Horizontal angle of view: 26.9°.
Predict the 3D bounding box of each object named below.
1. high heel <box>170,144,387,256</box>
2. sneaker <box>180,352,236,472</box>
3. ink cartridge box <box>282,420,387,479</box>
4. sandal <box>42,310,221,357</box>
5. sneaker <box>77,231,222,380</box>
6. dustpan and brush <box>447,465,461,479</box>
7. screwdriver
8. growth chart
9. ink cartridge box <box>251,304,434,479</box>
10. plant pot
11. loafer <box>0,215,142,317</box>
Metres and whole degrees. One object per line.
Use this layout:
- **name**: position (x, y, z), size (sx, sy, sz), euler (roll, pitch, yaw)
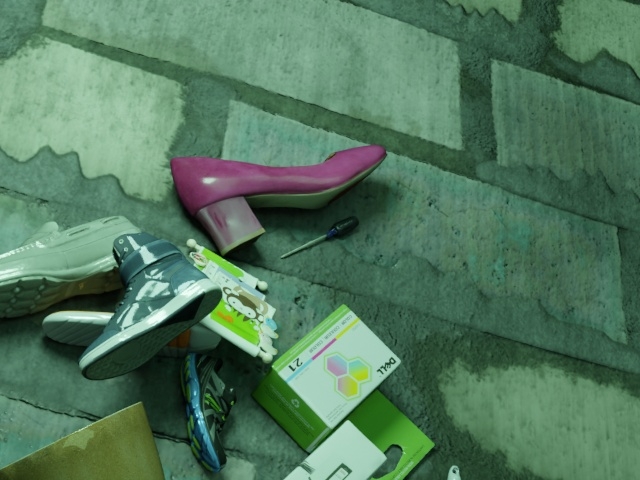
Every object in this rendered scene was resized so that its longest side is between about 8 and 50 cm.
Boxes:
- **high heel**: position (-0.061, -0.127, 2.218), size (0.377, 0.127, 0.181), euler (-28, 84, -34)
- **sneaker**: position (-0.157, 0.246, 1.954), size (0.078, 0.067, 0.188), euler (1, 54, -19)
- **ink cartridge box**: position (-0.018, 0.367, 1.887), size (0.086, 0.148, 0.203), euler (44, 49, 9)
- **sandal**: position (-0.273, 0.112, 1.967), size (0.265, 0.102, 0.076), euler (9, 57, -19)
- **sneaker**: position (-0.275, 0.086, 1.883), size (0.226, 0.086, 0.163), euler (-34, 62, -21)
- **dustpan and brush**: position (0.203, 0.432, 2.024), size (0.147, 0.060, 0.211), euler (16, 58, -11)
- **screwdriver**: position (0.000, 0.000, 2.242), size (0.170, 0.024, 0.025), euler (-32, 104, -32)
- **growth chart**: position (-0.136, 0.094, 2.041), size (0.172, 0.021, 0.237), euler (29, 22, -16)
- **ink cartridge box**: position (0.054, 0.253, 2.038), size (0.255, 0.097, 0.189), euler (44, 50, 8)
- **plant pot**: position (-0.281, 0.371, 1.719), size (0.237, 0.237, 0.254), euler (-24, 84, -37)
- **loafer**: position (-0.398, 0.032, 1.961), size (0.319, 0.112, 0.111), euler (-13, 59, -42)
